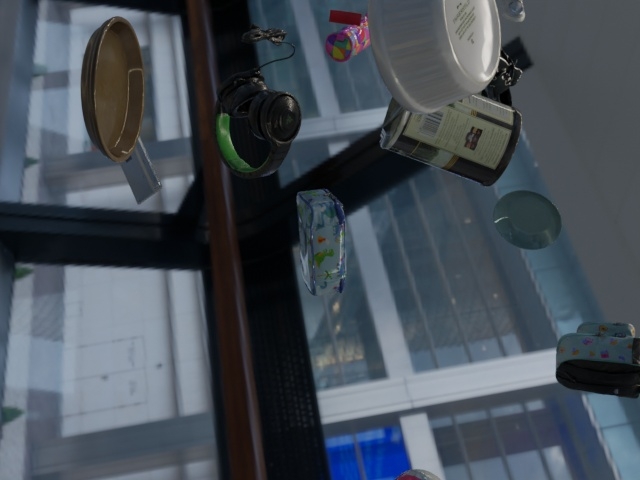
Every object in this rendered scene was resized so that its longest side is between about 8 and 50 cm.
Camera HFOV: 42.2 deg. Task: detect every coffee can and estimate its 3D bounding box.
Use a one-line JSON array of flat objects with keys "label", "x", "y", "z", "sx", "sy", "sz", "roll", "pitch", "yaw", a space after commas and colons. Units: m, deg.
[{"label": "coffee can", "x": 0.305, "y": -0.266, "z": 1.960, "sx": 0.201, "sy": 0.275, "sz": 0.202, "roll": -160, "pitch": -90, "yaw": -80}]

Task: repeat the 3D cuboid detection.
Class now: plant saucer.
[{"label": "plant saucer", "x": 0.585, "y": -0.064, "z": 2.331, "sx": 0.037, "sy": 0.194, "sz": 0.195, "roll": -50, "pitch": 143, "yaw": -48}, {"label": "plant saucer", "x": -0.399, "y": -0.289, "z": 1.596, "sx": 0.278, "sy": 0.041, "sz": 0.278, "roll": 3, "pitch": 90, "yaw": -84}]

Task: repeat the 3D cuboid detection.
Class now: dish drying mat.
[{"label": "dish drying mat", "x": 0.065, "y": -0.582, "z": 2.165, "sx": 0.008, "sy": 0.083, "sz": 0.032, "roll": -113, "pitch": -150, "yaw": -78}]

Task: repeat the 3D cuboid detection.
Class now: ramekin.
[{"label": "ramekin", "x": 0.203, "y": -0.355, "z": 1.396, "sx": 0.272, "sy": 0.127, "sz": 0.273, "roll": 6, "pitch": 82, "yaw": -53}]

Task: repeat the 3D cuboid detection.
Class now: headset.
[{"label": "headset", "x": -0.171, "y": -0.337, "z": 2.046, "sx": 0.243, "sy": 0.185, "sz": 0.394, "roll": 40, "pitch": -57, "yaw": 29}]

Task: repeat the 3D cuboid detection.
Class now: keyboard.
[{"label": "keyboard", "x": -0.439, "y": -0.200, "z": 1.922, "sx": 0.014, "sy": 0.072, "sz": 0.256, "roll": 27, "pitch": 31, "yaw": -60}]

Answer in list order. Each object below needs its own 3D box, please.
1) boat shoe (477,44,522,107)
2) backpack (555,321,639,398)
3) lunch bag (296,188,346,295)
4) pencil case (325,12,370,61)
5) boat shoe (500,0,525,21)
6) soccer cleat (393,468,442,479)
[{"label": "boat shoe", "x": 0.473, "y": -0.435, "z": 2.187, "sx": 0.340, "sy": 0.113, "sz": 0.127, "roll": 76, "pitch": 30, "yaw": -61}, {"label": "backpack", "x": 0.618, "y": 0.265, "z": 1.847, "sx": 0.166, "sy": 0.188, "sz": 0.144, "roll": 70, "pitch": 21, "yaw": -52}, {"label": "lunch bag", "x": 0.000, "y": 0.000, "z": 1.848, "sx": 0.176, "sy": 0.090, "sz": 0.219, "roll": -130, "pitch": -145, "yaw": -68}, {"label": "pencil case", "x": 0.099, "y": -0.635, "z": 2.590, "sx": 0.236, "sy": 0.104, "sz": 0.105, "roll": -51, "pitch": 141, "yaw": -53}, {"label": "boat shoe", "x": 0.597, "y": -0.742, "z": 2.564, "sx": 0.184, "sy": 0.066, "sz": 0.063, "roll": -83, "pitch": 174, "yaw": -46}, {"label": "soccer cleat", "x": 0.180, "y": 0.442, "z": 1.354, "sx": 0.116, "sy": 0.143, "sz": 0.331, "roll": 37, "pitch": -33, "yaw": 29}]
